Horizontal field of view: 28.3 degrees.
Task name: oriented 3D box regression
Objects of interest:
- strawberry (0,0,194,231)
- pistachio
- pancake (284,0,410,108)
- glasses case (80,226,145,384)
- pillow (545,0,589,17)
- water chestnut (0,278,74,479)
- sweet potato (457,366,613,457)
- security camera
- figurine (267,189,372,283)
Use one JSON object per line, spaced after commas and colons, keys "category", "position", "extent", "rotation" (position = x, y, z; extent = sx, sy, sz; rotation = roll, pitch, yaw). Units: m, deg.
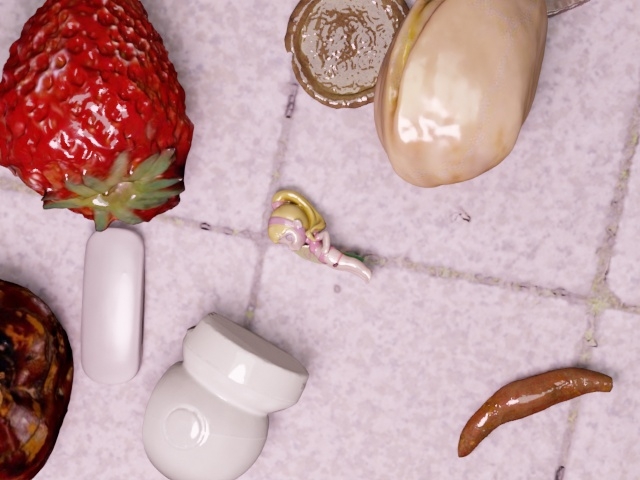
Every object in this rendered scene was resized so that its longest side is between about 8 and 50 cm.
{"category": "strawberry", "position": [-0.327, -0.188, 1.751], "extent": [0.291, 0.292, 0.310], "rotation": [-30, 67, 4]}
{"category": "pistachio", "position": [0.190, -0.224, 1.748], "extent": [0.229, 0.238, 0.321], "rotation": [21, 85, 42]}
{"category": "pancake", "position": [0.042, -0.290, 1.846], "extent": [0.199, 0.021, 0.199], "rotation": [0, 94, 3]}
{"category": "glasses case", "position": [-0.305, 0.096, 1.871], "extent": [0.092, 0.059, 0.233], "rotation": [2, 95, 3]}
{"category": "pillow", "position": [0.301, -0.432, 1.816], "extent": [0.130, 0.038, 0.233], "rotation": [-23, 96, 7]}
{"category": "water chestnut", "position": [-0.515, 0.219, 1.798], "extent": [0.335, 0.347, 0.335], "rotation": [12, 57, -19]}
{"category": "sweet potato", "position": [0.302, 0.237, 1.865], "extent": [0.255, 0.058, 0.078], "rotation": [-27, 114, 8]}
{"category": "security camera", "position": [-0.148, 0.243, 1.813], "extent": [0.194, 0.194, 0.236], "rotation": [30, 96, -1]}
{"category": "figurine", "position": [0.000, 0.000, 1.850], "extent": [0.187, 0.083, 0.083], "rotation": [32, 95, 5]}
